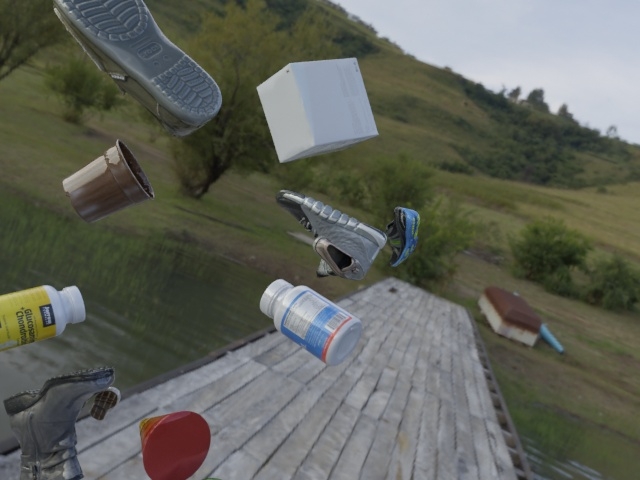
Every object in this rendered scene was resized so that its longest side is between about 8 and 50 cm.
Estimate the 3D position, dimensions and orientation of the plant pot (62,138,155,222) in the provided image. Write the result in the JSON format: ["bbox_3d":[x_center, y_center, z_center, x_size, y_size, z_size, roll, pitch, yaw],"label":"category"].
[{"bbox_3d":[-0.516,-0.134,1.497,0.166,0.165,0.167,62,-2,4],"label":"plant pot"}]

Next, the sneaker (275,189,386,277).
[{"bbox_3d":[0.000,0.000,1.174,0.229,0.132,0.086,25,2,2],"label":"sneaker"}]

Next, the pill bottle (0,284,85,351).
[{"bbox_3d":[-0.559,0.145,1.195,0.184,0.103,0.103,-15,27,-35],"label":"pill bottle"}]

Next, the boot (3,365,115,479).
[{"bbox_3d":[-0.534,0.405,1.317,0.338,0.222,0.118,-27,-16,32],"label":"boot"}]

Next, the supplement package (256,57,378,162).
[{"bbox_3d":[-0.006,-0.306,1.461,0.203,0.194,0.149,-17,1,-38],"label":"supplement package"}]

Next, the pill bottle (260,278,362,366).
[{"bbox_3d":[-0.026,0.179,1.405,0.222,0.124,0.124,30,7,28],"label":"pill bottle"}]

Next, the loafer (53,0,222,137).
[{"bbox_3d":[-0.225,-0.212,0.721,0.251,0.094,0.087,48,-37,4],"label":"loafer"}]

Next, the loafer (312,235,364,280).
[{"bbox_3d":[0.038,0.038,1.115,0.125,0.045,0.039,39,-9,-31],"label":"loafer"}]

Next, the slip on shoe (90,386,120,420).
[{"bbox_3d":[-0.479,0.358,1.395,0.052,0.135,0.041,31,40,-5],"label":"slip on shoe"}]

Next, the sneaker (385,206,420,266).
[{"bbox_3d":[0.206,-0.012,1.604,0.078,0.188,0.067,31,48,27],"label":"sneaker"}]

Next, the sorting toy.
[{"bbox_3d":[-0.240,0.441,1.087,0.127,0.365,0.126,-30,26,-35],"label":"sorting toy"}]
